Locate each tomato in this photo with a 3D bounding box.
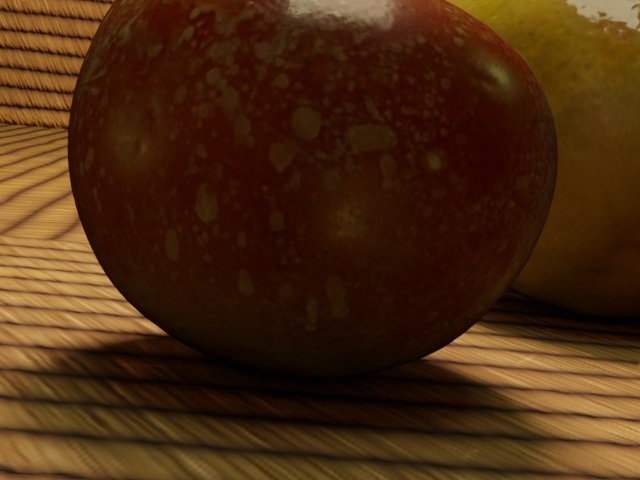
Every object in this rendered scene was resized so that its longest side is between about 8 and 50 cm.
[{"bbox_3d":[-0.011,-0.033,0.611,0.270,0.222,0.270,25,1,0],"label":"tomato"}]

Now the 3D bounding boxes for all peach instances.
[{"bbox_3d":[0.226,-0.099,0.913,0.314,0.315,0.281,9,-34,9],"label":"peach"}]
